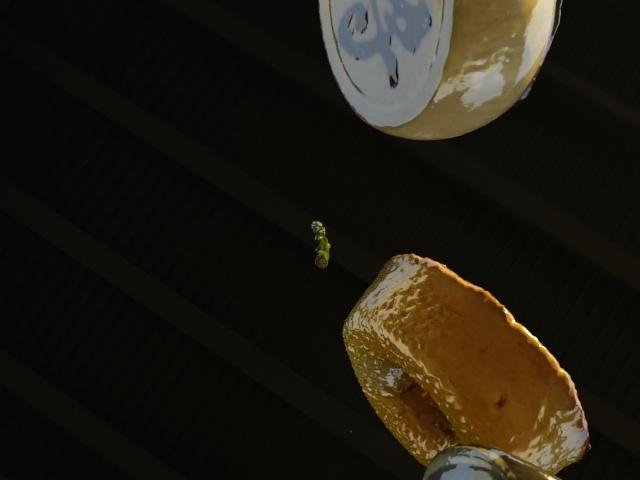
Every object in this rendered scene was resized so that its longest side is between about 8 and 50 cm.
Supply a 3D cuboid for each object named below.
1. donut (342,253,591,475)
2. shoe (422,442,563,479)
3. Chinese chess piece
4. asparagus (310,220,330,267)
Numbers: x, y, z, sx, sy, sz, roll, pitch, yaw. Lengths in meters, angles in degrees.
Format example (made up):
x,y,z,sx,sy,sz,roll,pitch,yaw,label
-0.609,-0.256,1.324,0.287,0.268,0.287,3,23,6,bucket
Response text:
x,y,z,sx,sy,sz,roll,pitch,yaw,label
0.139,0.160,0.917,0.110,0.303,0.303,-40,-101,-19,donut
0.116,0.316,0.782,0.132,0.336,0.171,28,-127,10,shoe
0.093,-0.217,0.753,0.104,0.257,0.257,-9,-104,-24,Chinese chess piece
0.000,0.000,0.809,0.016,0.163,0.016,7,-77,-4,asparagus
